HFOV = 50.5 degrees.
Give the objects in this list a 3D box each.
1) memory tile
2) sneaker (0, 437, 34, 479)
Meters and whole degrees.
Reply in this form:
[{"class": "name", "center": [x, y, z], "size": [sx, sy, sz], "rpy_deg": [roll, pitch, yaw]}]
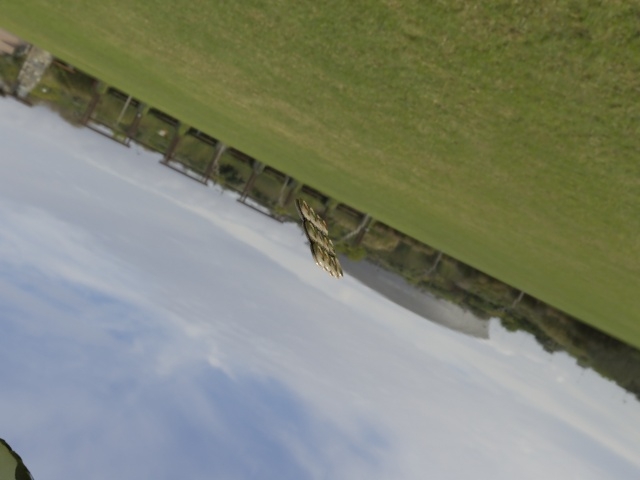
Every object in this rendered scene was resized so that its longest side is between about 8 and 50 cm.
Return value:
[{"class": "memory tile", "center": [0.000, 0.000, 1.046], "size": [0.148, 0.012, 0.113], "rpy_deg": [41, -150, -70]}, {"class": "sneaker", "center": [-0.376, 0.220, 0.535], "size": [0.411, 0.158, 0.182], "rpy_deg": [4, -156, 37]}]
